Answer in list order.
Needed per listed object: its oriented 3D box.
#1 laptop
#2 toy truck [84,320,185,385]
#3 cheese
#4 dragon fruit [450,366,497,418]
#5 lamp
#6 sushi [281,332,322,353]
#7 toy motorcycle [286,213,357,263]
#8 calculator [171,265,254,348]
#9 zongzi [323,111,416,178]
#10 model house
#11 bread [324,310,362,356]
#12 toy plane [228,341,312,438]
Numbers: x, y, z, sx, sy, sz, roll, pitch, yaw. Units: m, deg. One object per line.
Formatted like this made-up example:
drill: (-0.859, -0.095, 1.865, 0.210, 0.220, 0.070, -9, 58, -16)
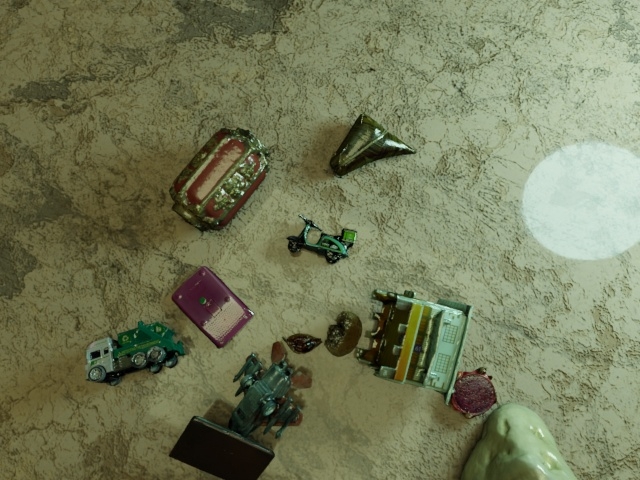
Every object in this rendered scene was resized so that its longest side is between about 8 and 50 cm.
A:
laptop: (-0.223, 0.483, 1.064, 0.207, 0.026, 0.153, 28, 114, -9)
toy truck: (-0.449, 0.265, 1.127, 0.216, 0.110, 0.116, -17, 67, -3)
cheese: (0.435, 0.521, 1.070, 0.174, 0.251, 0.247, 30, 116, -8)
dragon fruit: (0.366, 0.364, 1.136, 0.112, 0.068, 0.126, -14, 93, 13)
lamp: (-0.252, -0.154, 1.178, 0.177, 0.177, 0.273, 37, 83, 6)
sushi: (-0.045, 0.255, 1.158, 0.100, 0.047, 0.050, -5, 82, 0)
toy motorcycle: (0.000, 0.000, 1.205, 0.173, 0.058, 0.100, 14, 72, 1)
calculator: (-0.276, 0.165, 1.182, 0.190, 0.034, 0.126, 43, 83, 8)
zongzi: (0.133, -0.214, 1.241, 0.184, 0.084, 0.187, 34, 87, -4)
model house: (0.222, 0.233, 1.081, 0.216, 0.198, 0.223, 15, 86, -8)
bread: (0.057, 0.232, 1.152, 0.060, 0.082, 0.113, 17, 72, 45)
toy plane: (-0.166, 0.404, 1.100, 0.326, 0.104, 0.223, -46, 56, -5)
